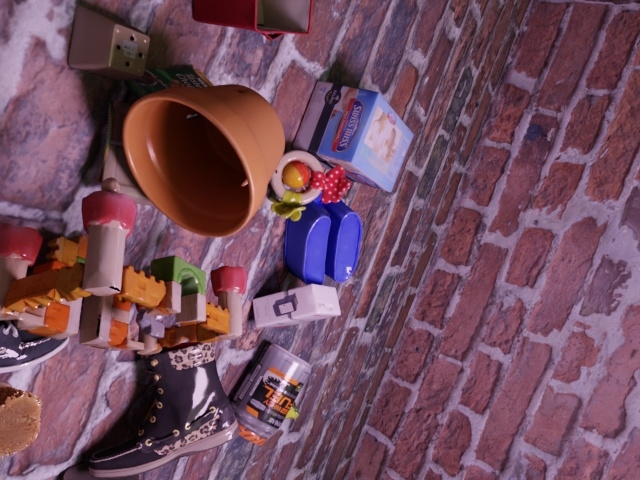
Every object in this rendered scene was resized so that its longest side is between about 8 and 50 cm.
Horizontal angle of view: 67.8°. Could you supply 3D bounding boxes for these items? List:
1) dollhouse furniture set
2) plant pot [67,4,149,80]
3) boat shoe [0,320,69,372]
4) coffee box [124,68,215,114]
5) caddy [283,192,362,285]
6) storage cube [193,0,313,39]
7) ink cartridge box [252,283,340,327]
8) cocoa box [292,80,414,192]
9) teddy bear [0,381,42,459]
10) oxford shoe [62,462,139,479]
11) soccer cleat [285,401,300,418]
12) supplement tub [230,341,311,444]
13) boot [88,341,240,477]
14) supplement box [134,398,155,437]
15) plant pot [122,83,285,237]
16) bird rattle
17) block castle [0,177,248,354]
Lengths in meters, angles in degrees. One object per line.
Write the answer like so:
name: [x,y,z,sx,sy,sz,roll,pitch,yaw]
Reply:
dollhouse furniture set: [-0.352,-0.167,1.079,0.302,0.151,0.197,9,85,-38]
plant pot: [-0.380,-0.354,0.879,0.109,0.096,0.108,-3,112,-57]
boat shoe: [-0.605,0.182,0.856,0.303,0.114,0.091,-14,127,-55]
coffee box: [-0.302,-0.316,1.011,0.184,0.113,0.040,-23,156,-50]
caddy: [0.000,0.000,1.648,0.242,0.179,0.340,-10,120,-31]
storage cube: [-0.144,-0.556,1.028,0.184,0.193,0.214,-26,131,-49]
ink cartridge box: [-0.077,0.222,1.593,0.172,0.238,0.100,18,59,-60]
cocoa box: [0.121,-0.330,1.564,0.347,0.228,0.231,20,92,-60]
teddy bear: [-0.631,0.273,0.744,0.339,0.113,0.244,-9,111,-29]
oxford shoe: [-0.581,0.630,1.240,0.076,0.076,0.212,-32,142,16]
soccer cleat: [-0.173,0.687,1.933,0.121,0.093,0.289,-34,151,2]
supplement tub: [-0.185,0.537,1.682,0.315,0.194,0.193,-60,149,-14]
boot: [-0.422,0.431,1.249,0.378,0.138,0.283,-12,91,-14]
supplement box: [-0.445,0.508,1.362,0.080,0.078,0.233,34,79,-59]
plant pot: [-0.203,-0.179,0.941,0.203,0.291,0.290,-51,147,-45]
bird rattle: [-0.050,-0.173,1.426,0.254,0.143,0.206,-31,102,-2]
block castle: [-0.373,0.075,0.950,0.453,0.304,0.212,45,35,-59]
